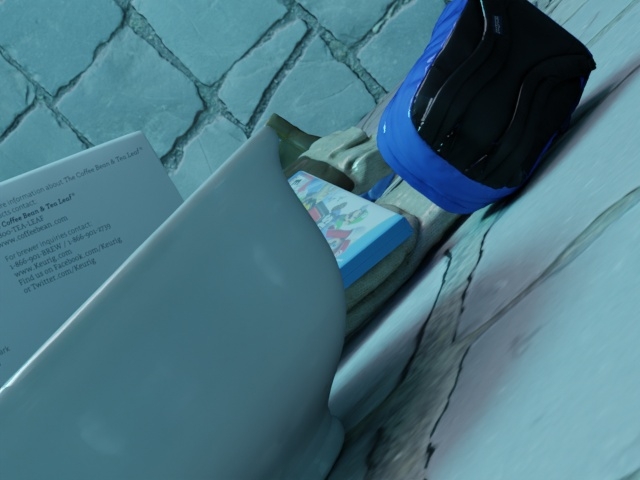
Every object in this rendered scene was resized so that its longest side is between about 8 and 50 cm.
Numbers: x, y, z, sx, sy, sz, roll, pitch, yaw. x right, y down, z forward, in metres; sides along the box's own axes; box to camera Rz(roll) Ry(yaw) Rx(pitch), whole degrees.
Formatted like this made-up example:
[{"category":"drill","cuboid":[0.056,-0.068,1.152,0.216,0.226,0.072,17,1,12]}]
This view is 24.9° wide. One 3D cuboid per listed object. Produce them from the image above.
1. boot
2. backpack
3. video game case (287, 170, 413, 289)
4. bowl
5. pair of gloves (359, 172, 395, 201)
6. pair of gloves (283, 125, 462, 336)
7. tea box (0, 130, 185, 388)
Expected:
[{"category":"boot","cuboid":[-0.026,-0.060,1.559,0.082,0.106,0.219,-51,-5,-28]},{"category":"backpack","cuboid":[0.092,-0.075,0.863,0.120,0.098,0.101,-61,8,-26]},{"category":"video game case","cuboid":[-0.023,0.009,0.931,0.119,0.015,0.166,-39,24,-11]},{"category":"bowl","cuboid":[-0.083,0.094,0.687,0.298,0.134,0.298,-46,4,4]},{"category":"pair of gloves","cuboid":[0.043,-0.042,1.425,0.159,0.023,0.198,-50,2,-24]},{"category":"pair of gloves","cuboid":[0.000,0.000,0.990,0.204,0.042,0.240,-43,26,-19]},{"category":"tea box","cuboid":[-0.275,0.120,1.131,0.329,0.220,0.323,-26,-8,-37]}]
